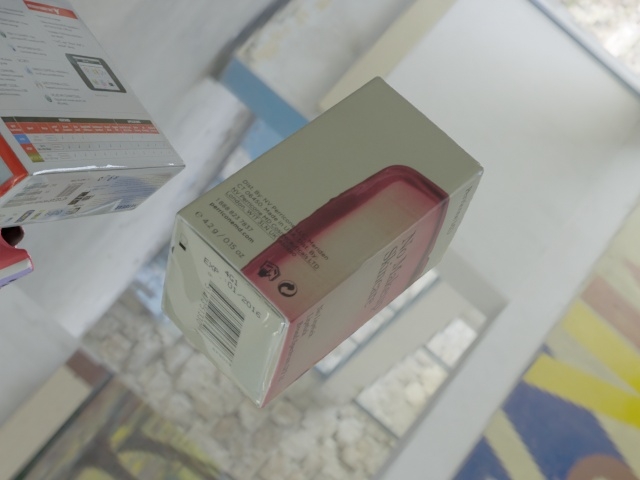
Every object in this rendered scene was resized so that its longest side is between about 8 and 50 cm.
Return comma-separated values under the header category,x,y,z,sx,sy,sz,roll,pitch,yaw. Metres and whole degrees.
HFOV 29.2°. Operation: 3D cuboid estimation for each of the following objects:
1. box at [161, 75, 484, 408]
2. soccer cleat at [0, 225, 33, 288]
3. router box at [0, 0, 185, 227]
category,x,y,z,sx,sy,sz,roll,pitch,yaw
box,0.000,0.000,1.003,0.232,0.127,0.148,-37,160,-30
soccer cleat,-0.371,-0.023,1.346,0.095,0.083,0.248,-14,-145,-10
router box,-0.299,-0.161,1.148,0.082,0.301,0.335,-38,174,16
